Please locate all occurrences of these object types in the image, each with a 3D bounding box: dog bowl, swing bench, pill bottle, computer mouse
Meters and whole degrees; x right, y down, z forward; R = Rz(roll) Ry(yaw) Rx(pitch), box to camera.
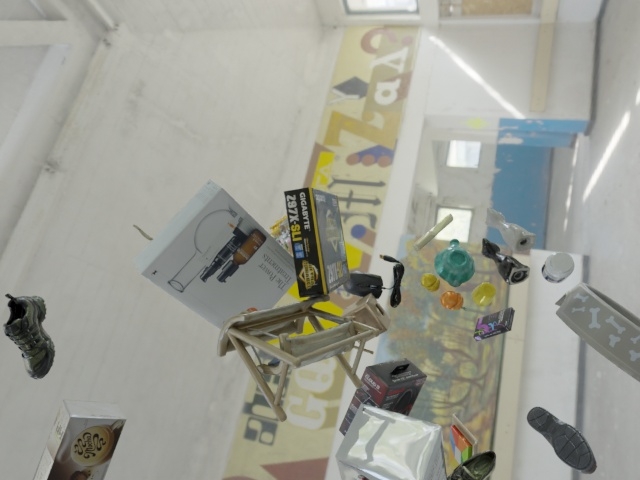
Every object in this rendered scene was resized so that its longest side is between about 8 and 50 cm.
[{"bbox_3d":[0.779,0.241,1.249,0.102,0.348,0.349,-56,-12,17],"label":"dog bowl"},{"bbox_3d":[-0.054,0.230,1.089,0.253,0.254,0.165,-8,-59,-43],"label":"swing bench"},{"bbox_3d":[0.601,0.067,1.221,0.120,0.067,0.067,42,-123,-67],"label":"pill bottle"},{"bbox_3d":[0.188,0.135,1.806,0.060,0.262,0.184,4,-82,-54],"label":"computer mouse"}]

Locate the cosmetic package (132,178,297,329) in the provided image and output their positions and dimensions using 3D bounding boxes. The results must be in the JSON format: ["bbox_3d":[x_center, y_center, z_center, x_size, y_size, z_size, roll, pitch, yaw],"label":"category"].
[{"bbox_3d":[-0.252,0.068,1.291,0.284,0.097,0.377,-47,-51,-5],"label":"cosmetic package"}]

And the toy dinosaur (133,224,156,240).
[{"bbox_3d":[-0.462,0.011,1.558,0.268,0.118,0.064,17,-79,-43],"label":"toy dinosaur"}]

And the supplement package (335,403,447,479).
[{"bbox_3d":[0.162,0.506,1.065,0.149,0.194,0.203,-49,-44,-46],"label":"supplement package"}]

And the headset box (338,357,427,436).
[{"bbox_3d":[0.214,0.528,1.606,0.218,0.110,0.293,4,-67,-44],"label":"headset box"}]

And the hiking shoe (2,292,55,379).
[{"bbox_3d":[-0.762,0.247,1.237,0.227,0.086,0.114,68,-170,18],"label":"hiking shoe"}]

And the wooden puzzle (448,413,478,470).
[{"bbox_3d":[0.519,0.792,1.778,0.239,0.044,0.221,-121,31,-83],"label":"wooden puzzle"}]

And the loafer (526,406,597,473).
[{"bbox_3d":[0.820,0.671,1.618,0.109,0.095,0.302,-48,17,3],"label":"loafer"}]

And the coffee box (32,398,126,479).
[{"bbox_3d":[-0.724,0.642,1.435,0.168,0.119,0.297,22,-93,-40],"label":"coffee box"}]

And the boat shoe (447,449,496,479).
[{"bbox_3d":[0.409,0.663,1.354,0.223,0.080,0.073,-27,-46,-24],"label":"boat shoe"}]

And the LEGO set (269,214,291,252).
[{"bbox_3d":[-0.114,-0.040,1.888,0.107,0.132,0.287,57,-149,-18],"label":"LEGO set"}]

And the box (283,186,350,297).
[{"bbox_3d":[0.000,0.000,1.268,0.322,0.079,0.257,-7,-90,-77],"label":"box"}]

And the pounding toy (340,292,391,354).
[{"bbox_3d":[0.153,0.324,1.775,0.181,0.206,0.094,52,-153,-6],"label":"pounding toy"}]

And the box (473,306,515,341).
[{"bbox_3d":[0.697,0.336,1.938,0.029,0.162,0.116,49,-138,-11],"label":"box"}]

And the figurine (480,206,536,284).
[{"bbox_3d":[0.627,0.010,1.664,0.209,0.092,0.215,-123,24,-54],"label":"figurine"}]

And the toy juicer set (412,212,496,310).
[{"bbox_3d":[0.408,0.088,1.582,0.089,0.209,0.329,90,159,-63],"label":"toy juicer set"}]
